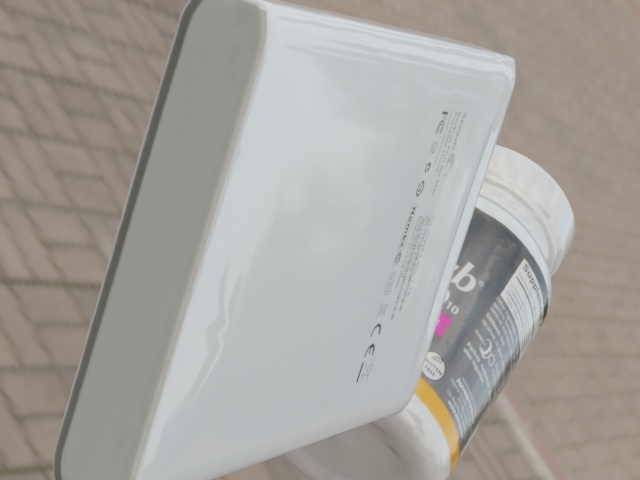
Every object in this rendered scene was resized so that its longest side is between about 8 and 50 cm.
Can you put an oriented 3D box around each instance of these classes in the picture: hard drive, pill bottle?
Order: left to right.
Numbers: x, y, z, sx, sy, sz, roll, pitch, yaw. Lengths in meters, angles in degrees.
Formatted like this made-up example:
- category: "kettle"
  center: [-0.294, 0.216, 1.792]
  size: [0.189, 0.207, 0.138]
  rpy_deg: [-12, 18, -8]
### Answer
- category: "hard drive"
  center: [0.000, 0.000, 0.788]
  size: [0.040, 0.203, 0.307]
  rpy_deg: [21, 10, 22]
- category: "pill bottle"
  center: [0.081, 0.059, 1.338]
  size: [0.162, 0.162, 0.278]
  rpy_deg: [48, 52, -15]
